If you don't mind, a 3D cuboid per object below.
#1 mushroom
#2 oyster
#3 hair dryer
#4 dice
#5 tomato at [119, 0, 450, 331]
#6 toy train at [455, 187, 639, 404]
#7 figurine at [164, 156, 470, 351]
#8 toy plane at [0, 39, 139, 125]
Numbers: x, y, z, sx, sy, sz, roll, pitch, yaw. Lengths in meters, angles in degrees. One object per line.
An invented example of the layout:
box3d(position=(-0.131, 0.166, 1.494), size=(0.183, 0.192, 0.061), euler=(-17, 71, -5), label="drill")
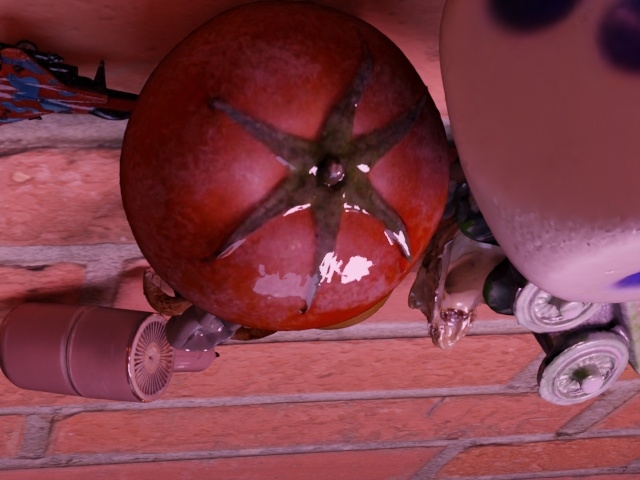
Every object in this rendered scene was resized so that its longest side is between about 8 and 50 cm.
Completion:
box3d(position=(-0.117, 0.056, 1.662), size=(0.171, 0.080, 0.135), euler=(10, 141, 1), label="mushroom")
box3d(position=(0.174, 0.017, 1.658), size=(0.162, 0.107, 0.232), euler=(8, 135, -22), label="oyster")
box3d(position=(-0.223, 0.139, 1.798), size=(0.189, 0.106, 0.344), euler=(3, 175, 24), label="hair dryer")
box3d(position=(0.281, -0.116, 1.079), size=(0.304, 0.277, 0.304), euler=(-19, 162, 26), label="dice")
box3d(position=(-0.033, -0.060, 1.190), size=(0.265, 0.265, 0.265), euler=(-6, 157, -3), label="tomato")
box3d(position=(0.286, 0.017, 1.475), size=(0.249, 0.173, 0.307), euler=(-24, 137, -1), label="toy train")
box3d(position=(0.000, 0.001, 1.453), size=(0.343, 0.167, 0.285), euler=(-10, 156, 6), label="figurine")
box3d(position=(-0.218, -0.126, 1.225), size=(0.189, 0.061, 0.130), euler=(-3, 156, -22), label="toy plane")
